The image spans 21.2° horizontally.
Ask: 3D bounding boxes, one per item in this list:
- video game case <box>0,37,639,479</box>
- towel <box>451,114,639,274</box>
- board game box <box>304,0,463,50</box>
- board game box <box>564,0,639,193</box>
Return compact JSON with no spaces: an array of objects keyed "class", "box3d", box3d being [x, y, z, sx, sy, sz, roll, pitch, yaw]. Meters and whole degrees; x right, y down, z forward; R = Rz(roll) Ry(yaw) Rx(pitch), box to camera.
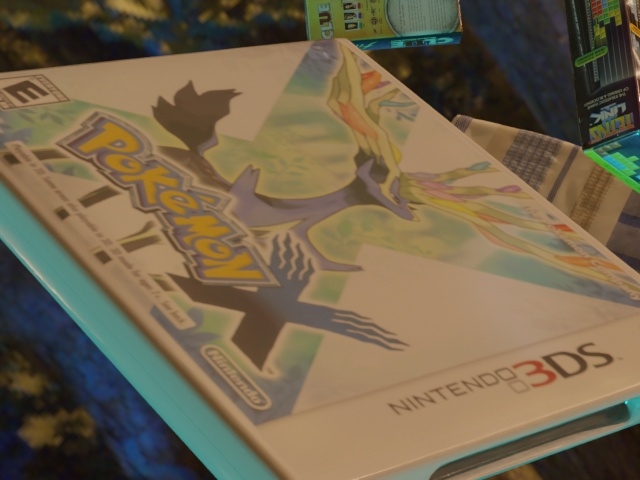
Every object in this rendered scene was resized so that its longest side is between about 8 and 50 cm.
[{"class":"video game case","box3d":[0.000,0.000,0.866,0.300,0.036,0.329,-12,-138,-41]},{"class":"towel","box3d":[0.234,-0.027,1.825,0.285,0.034,0.209,17,-126,18]},{"class":"board game box","box3d":[0.058,-0.325,1.818,0.165,0.042,0.243,-4,-100,-1]},{"class":"board game box","box3d":[0.232,-0.097,1.159,0.048,0.170,0.141,-22,-121,32]}]
